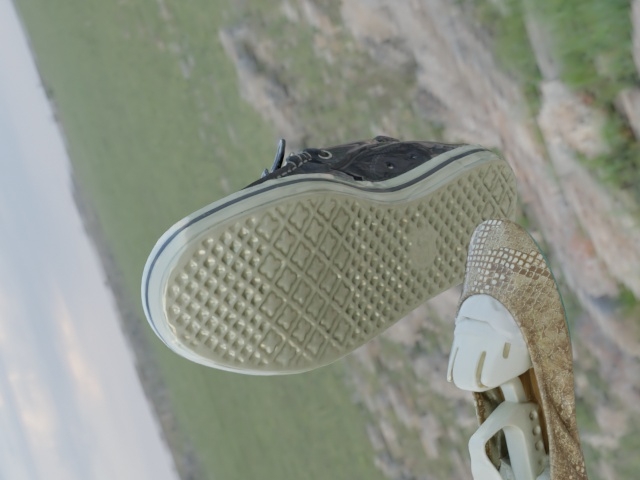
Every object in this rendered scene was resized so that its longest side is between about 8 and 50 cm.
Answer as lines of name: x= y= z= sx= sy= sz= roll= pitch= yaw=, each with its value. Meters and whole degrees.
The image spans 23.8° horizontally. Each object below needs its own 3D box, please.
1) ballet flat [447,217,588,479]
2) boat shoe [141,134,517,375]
ballet flat: x=0.110 y=0.092 z=0.873 sx=0.073 sy=0.067 sz=0.206 roll=-8 pitch=98 yaw=50
boat shoe: x=0.000 y=0.000 z=1.448 sx=0.156 sy=0.500 sz=0.186 roll=15 pitch=113 yaw=35
